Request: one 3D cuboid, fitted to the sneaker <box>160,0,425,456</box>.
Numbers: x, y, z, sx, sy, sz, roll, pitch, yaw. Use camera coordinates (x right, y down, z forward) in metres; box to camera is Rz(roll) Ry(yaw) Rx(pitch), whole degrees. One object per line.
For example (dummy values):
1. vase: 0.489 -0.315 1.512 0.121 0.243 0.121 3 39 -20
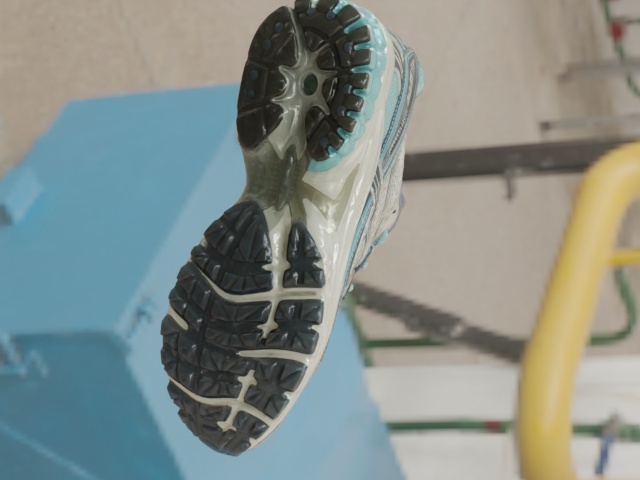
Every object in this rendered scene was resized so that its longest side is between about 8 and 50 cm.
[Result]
1. sneaker: 0.000 0.000 1.036 0.122 0.110 0.283 9 102 -57
